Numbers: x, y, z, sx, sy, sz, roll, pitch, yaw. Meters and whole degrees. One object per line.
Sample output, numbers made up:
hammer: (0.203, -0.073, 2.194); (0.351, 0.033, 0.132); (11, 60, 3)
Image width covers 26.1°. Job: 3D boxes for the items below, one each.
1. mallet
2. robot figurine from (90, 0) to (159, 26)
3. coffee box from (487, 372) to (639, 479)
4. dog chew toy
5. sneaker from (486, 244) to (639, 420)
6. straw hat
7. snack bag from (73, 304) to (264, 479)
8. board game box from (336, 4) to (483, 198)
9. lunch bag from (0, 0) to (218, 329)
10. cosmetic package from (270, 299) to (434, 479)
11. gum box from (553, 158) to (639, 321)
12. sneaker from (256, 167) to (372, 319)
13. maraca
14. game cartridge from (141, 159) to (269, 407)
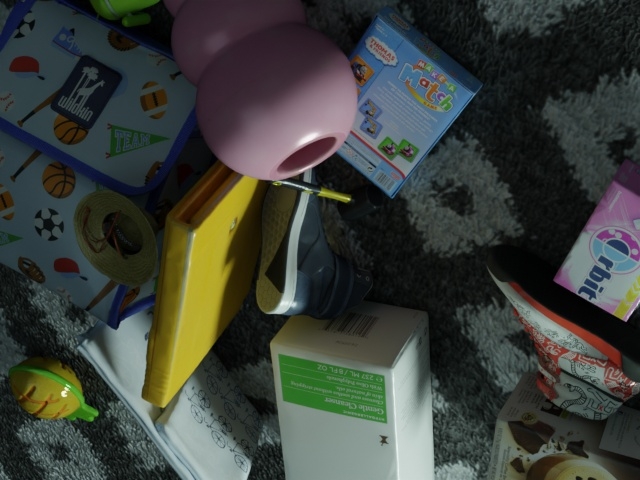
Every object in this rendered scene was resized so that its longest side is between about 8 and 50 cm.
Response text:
mallet: (-0.005, -0.062, 1.854); (0.062, 0.189, 0.039); (-30, 59, 48)
robot figurine: (-0.261, -0.339, 1.860); (0.115, 0.067, 0.101); (-21, 86, 14)
coffee box: (0.389, 0.320, 1.892); (0.297, 0.119, 0.168); (17, 126, 20)
dog chew toy: (-0.094, -0.244, 1.743); (0.206, 0.206, 0.332); (-41, 73, 41)
sneaker: (0.306, 0.131, 1.836); (0.270, 0.090, 0.145); (35, 129, 2)
straw hat: (-0.249, -0.014, 1.804); (0.144, 0.061, 0.144); (16, 121, 30)
snack bag: (-0.211, 0.216, 2.057); (0.037, 0.323, 0.342); (-34, 100, 16)
board game box: (0.090, -0.177, 1.793); (0.160, 0.039, 0.211); (40, 133, 2)
lunch bag: (-0.327, -0.121, 1.956); (0.328, 0.239, 0.385); (28, 115, 12)
cosmetic package: (0.055, 0.275, 2.037); (0.197, 0.155, 0.365); (8, 122, 23)
gum box: (0.379, 0.005, 1.728); (0.107, 0.062, 0.188); (31, 131, 9)
sneaker: (-0.001, 0.001, 1.940); (0.086, 0.163, 0.226); (1, 81, 53)
maraca: (-0.459, 0.264, 2.373); (0.127, 0.099, 0.186); (2, 147, 32)
game cartridge: (-0.152, 0.030, 1.908); (0.052, 0.285, 0.324); (24, 128, 10)
